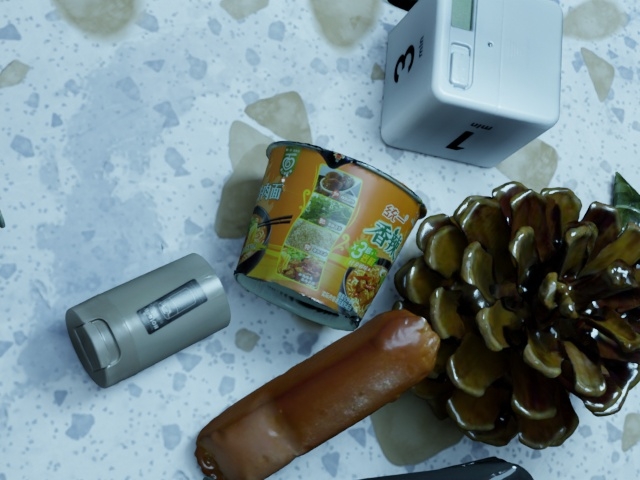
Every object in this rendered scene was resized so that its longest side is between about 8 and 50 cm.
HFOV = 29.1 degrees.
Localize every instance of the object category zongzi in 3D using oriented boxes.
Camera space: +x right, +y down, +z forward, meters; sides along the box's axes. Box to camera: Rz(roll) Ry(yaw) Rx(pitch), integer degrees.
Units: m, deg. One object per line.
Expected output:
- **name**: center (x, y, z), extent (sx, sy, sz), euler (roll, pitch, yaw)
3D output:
- **zongzi**: center (0.490, -0.039, 1.863), extent (0.109, 0.055, 0.119), euler (21, 58, -15)

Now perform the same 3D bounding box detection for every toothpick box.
- **toothpick box**: center (-0.216, 0.099, 1.537), extent (0.181, 0.111, 0.111), euler (-26, 85, -26)

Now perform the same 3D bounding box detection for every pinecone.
- **pinecone**: center (0.289, 0.098, 1.583), extent (0.384, 0.384, 0.384), euler (5, 73, -18)

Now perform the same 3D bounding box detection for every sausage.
- **sausage**: center (-0.004, 0.195, 1.527), extent (0.348, 0.094, 0.097), euler (-33, 98, 14)

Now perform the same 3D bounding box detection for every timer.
- **timer**: center (0.211, -0.234, 1.739), extent (0.194, 0.195, 0.192), euler (11, 72, -16)

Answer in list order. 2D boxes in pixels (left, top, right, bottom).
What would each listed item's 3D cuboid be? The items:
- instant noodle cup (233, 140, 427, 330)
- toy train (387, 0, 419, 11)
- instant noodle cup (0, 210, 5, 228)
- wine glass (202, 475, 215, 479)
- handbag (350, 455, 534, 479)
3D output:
- **instant noodle cup**: center (0.000, 0.000, 1.594), extent (0.230, 0.230, 0.182), euler (26, 78, -11)
- **toy train**: center (0.202, -0.345, 1.848), extent (0.209, 0.044, 0.042), euler (20, 70, -14)
- **instant noodle cup**: center (-0.509, -0.050, 1.446), extent (0.212, 0.193, 0.193), euler (-29, 86, -16)
- **wine glass**: center (-0.207, 0.362, 1.474), extent (0.202, 0.093, 0.093), euler (-21, 83, -26)
- **handbag**: center (0.123, 0.429, 1.531), extent (0.342, 0.152, 0.288), euler (-9, 84, 0)
